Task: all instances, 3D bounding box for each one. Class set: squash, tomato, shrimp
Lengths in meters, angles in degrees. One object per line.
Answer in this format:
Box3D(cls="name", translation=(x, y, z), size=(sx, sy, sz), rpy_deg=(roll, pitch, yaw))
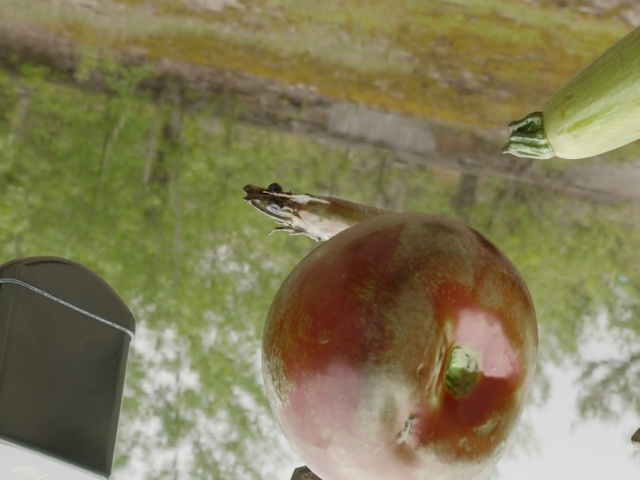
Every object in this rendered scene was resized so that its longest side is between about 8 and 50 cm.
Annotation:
Box3D(cls="squash", translation=(0.340, -0.151, 1.380), size=(0.137, 0.287, 0.137), rpy_deg=(43, -157, -23))
Box3D(cls="tomato", translation=(0.063, 0.107, 1.142), size=(0.270, 0.270, 0.222), rpy_deg=(10, 177, -39))
Box3D(cls="shrimp", translation=(0.000, 0.000, 1.648), size=(0.296, 0.169, 0.058), rpy_deg=(16, -137, -30))

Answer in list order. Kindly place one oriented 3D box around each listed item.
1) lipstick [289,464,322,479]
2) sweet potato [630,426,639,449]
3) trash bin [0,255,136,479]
Box3D(cls="lipstick", translation=(0.052, 0.527, 1.945), size=(0.076, 0.372, 0.080), rpy_deg=(-17, -162, 17))
Box3D(cls="sweet potato", translation=(0.482, 0.285, 1.776), size=(0.041, 0.038, 0.153), rpy_deg=(59, -158, 13))
Box3D(cls="trash bin", translation=(-0.288, 0.133, 1.263), size=(0.101, 0.236, 0.176), rpy_deg=(-30, 134, 34))
